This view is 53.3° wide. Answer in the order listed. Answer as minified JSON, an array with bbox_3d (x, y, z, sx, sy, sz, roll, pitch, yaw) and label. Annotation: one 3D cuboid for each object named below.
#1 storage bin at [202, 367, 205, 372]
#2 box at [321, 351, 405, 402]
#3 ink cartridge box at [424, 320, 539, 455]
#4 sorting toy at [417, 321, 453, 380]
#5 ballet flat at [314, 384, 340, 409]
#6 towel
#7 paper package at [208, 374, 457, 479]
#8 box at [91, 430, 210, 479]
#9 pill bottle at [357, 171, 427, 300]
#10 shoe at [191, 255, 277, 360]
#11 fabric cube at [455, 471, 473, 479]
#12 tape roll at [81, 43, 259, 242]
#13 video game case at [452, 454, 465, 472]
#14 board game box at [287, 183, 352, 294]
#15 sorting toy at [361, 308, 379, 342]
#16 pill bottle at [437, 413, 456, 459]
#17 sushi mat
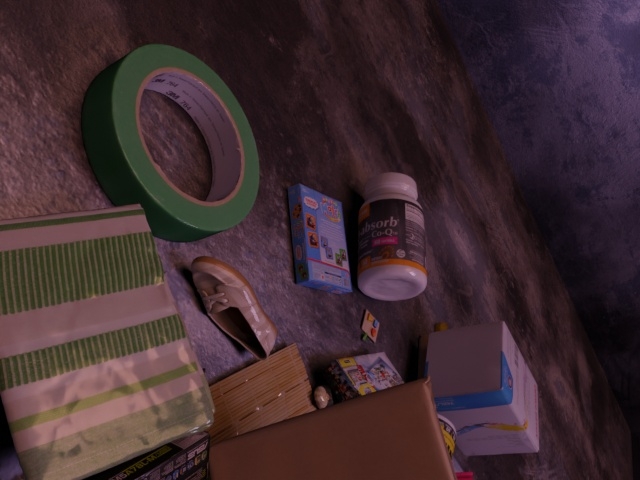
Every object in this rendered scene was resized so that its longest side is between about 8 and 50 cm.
[{"bbox_3d":[-0.233,0.201,0.871,0.091,0.098,0.135,47,39,-17],"label":"storage bin"},{"bbox_3d":[0.112,0.311,1.297,0.159,0.044,0.233,56,21,22],"label":"box"},{"bbox_3d":[0.397,0.368,1.556,0.270,0.197,0.198,55,34,-32],"label":"ink cartridge box"},{"bbox_3d":[0.332,0.346,1.689,0.229,0.041,0.307,44,42,-37],"label":"sorting toy"},{"bbox_3d":[0.041,0.314,1.251,0.173,0.049,0.057,32,48,-51],"label":"ballet flat"},{"bbox_3d":[-0.281,0.112,0.789,0.248,0.038,0.325,-10,72,-44],"label":"towel"},{"bbox_3d":[0.043,0.386,0.870,0.168,0.325,0.309,63,11,-66],"label":"paper package"},{"bbox_3d":[-0.216,0.351,0.791,0.190,0.045,0.184,-18,120,-58],"label":"box"},{"bbox_3d":[0.167,-0.011,1.507,0.162,0.162,0.278,34,47,-44],"label":"pill bottle"},{"bbox_3d":[-0.142,0.114,1.057,0.219,0.076,0.058,54,31,-29],"label":"shoe"},{"bbox_3d":[0.114,0.533,1.067,0.254,0.259,0.258,24,55,-48],"label":"fabric cube"},{"bbox_3d":[-0.233,-0.159,1.055,0.321,0.077,0.321,32,49,-46],"label":"tape roll"},{"bbox_3d":[0.323,0.636,1.549,0.274,0.026,0.196,58,35,-22],"label":"video game case"},{"bbox_3d":[0.000,0.000,1.362,0.160,0.039,0.211,20,59,-52],"label":"board game box"},{"bbox_3d":[0.114,0.205,1.457,0.062,0.012,0.083,52,37,-29],"label":"sorting toy"},{"bbox_3d":[0.221,0.486,1.381,0.119,0.119,0.208,57,35,-23],"label":"pill bottle"},{"bbox_3d":[-0.109,0.287,1.073,0.316,0.019,0.151,-16,89,-57],"label":"sushi mat"}]
